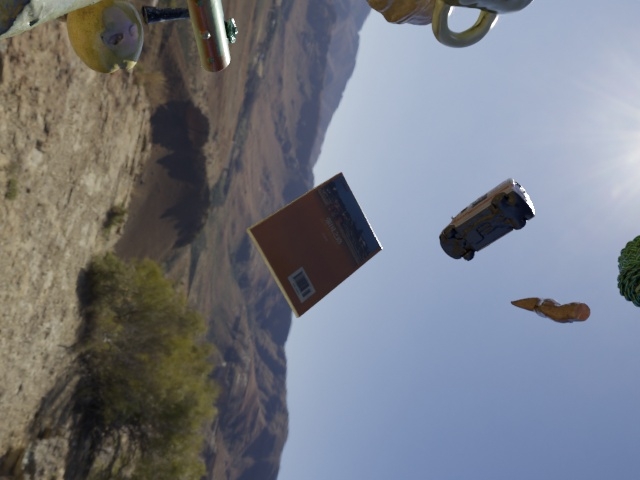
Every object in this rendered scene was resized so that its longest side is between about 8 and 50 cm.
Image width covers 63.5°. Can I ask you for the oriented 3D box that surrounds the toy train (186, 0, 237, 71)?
[{"bbox_3d":[-0.292,-0.588,1.361,0.286,0.116,0.177,90,2,-55],"label":"toy train"}]

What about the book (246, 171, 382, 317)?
[{"bbox_3d":[0.000,0.000,1.406,0.373,0.263,0.028,-35,-170,-38],"label":"book"}]

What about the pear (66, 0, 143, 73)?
[{"bbox_3d":[-0.494,-0.475,1.193,0.178,0.177,0.178,-166,-90,-84],"label":"pear"}]

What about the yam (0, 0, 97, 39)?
[{"bbox_3d":[-0.384,-0.362,0.664,0.304,0.167,0.168,-76,-176,-56],"label":"yam"}]

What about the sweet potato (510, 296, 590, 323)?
[{"bbox_3d":[0.638,0.191,1.448,0.059,0.067,0.281,63,-8,-2],"label":"sweet potato"}]

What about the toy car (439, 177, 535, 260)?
[{"bbox_3d":[0.356,-0.046,1.131,0.209,0.089,0.108,-38,-162,29],"label":"toy car"}]

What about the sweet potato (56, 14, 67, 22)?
[{"bbox_3d":[-0.615,-0.580,1.236,0.095,0.106,0.354,60,-1,-11],"label":"sweet potato"}]

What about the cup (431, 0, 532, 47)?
[{"bbox_3d":[0.339,-0.571,1.138,0.255,0.202,0.174,139,-56,-60],"label":"cup"}]

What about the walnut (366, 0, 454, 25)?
[{"bbox_3d":[0.257,-0.702,1.323,0.252,0.277,0.313,58,-47,23],"label":"walnut"}]

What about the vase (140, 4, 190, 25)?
[{"bbox_3d":[-0.455,-0.690,1.573,0.059,0.166,0.059,38,-43,48],"label":"vase"}]

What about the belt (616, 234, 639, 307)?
[{"bbox_3d":[0.501,0.058,0.729,0.121,0.151,0.079,101,11,-50],"label":"belt"}]
